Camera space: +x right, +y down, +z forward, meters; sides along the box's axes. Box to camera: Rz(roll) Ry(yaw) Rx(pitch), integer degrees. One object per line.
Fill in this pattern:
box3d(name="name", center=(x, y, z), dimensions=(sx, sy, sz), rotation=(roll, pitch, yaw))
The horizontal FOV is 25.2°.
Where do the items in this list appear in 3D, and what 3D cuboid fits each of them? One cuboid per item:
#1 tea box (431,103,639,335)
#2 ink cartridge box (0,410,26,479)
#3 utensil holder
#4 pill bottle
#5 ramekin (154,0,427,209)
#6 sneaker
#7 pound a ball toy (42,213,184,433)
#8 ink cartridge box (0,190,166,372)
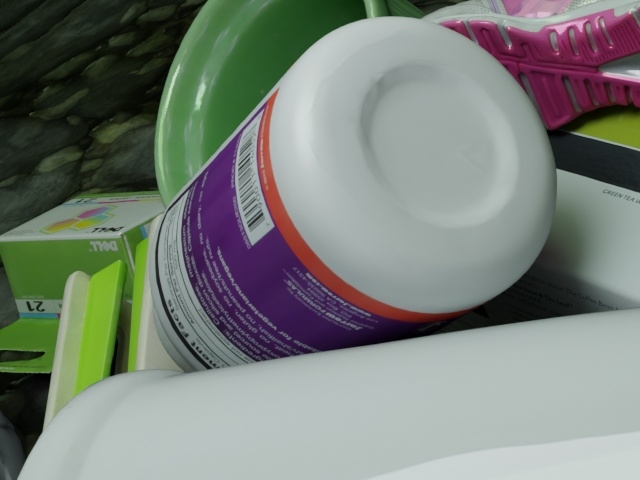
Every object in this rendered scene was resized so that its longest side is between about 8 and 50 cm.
box3d(name="tea box", center=(0.258, -0.021, 1.053), dimensions=(0.323, 0.220, 0.329), rotation=(-42, 34, -18))
box3d(name="ink cartridge box", center=(-0.438, 0.296, 1.224), dimensions=(0.395, 0.151, 0.270), rotation=(-33, 32, -4))
box3d(name="utensil holder", center=(0.071, 0.205, 0.784), dimensions=(0.386, 0.327, 0.327), rotation=(-12, 35, 23))
box3d(name="pill bottle", center=(0.000, 0.000, 0.937), dimensions=(0.181, 0.181, 0.323), rotation=(-51, 6, -31))
box3d(name="ramekin", center=(-0.007, -0.117, 1.359), dimensions=(0.303, 0.148, 0.303), rotation=(-20, 60, 41))
box3d(name="sneaker", center=(0.177, -0.142, 0.996), dimensions=(0.252, 0.103, 0.111), rotation=(-2, 36, 27))
box3d(name="pound a ball toy", center=(-0.110, 0.129, 1.176), dimensions=(0.208, 0.136, 0.319), rotation=(-32, 39, 28))
box3d(name="ink cartridge box", center=(-0.248, 0.037, 1.411), dimensions=(0.189, 0.097, 0.255), rotation=(-2, 19, 37))
